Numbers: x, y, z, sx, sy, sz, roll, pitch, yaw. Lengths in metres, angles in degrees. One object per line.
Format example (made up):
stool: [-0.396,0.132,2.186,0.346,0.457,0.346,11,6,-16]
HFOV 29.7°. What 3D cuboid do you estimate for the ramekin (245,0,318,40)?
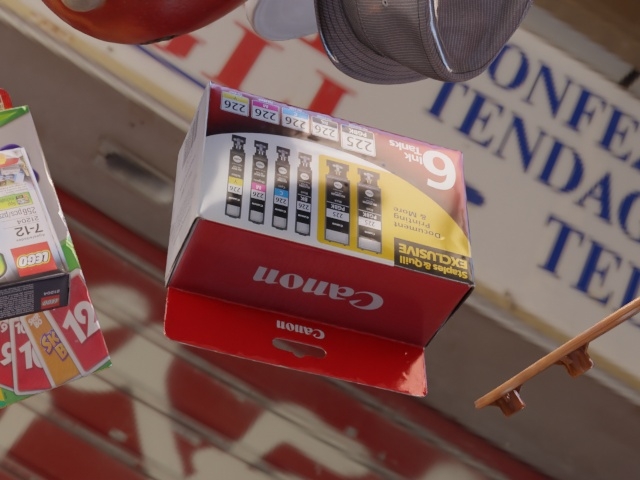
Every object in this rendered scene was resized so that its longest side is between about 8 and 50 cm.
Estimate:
ramekin: [-0.003,-0.405,1.650,0.127,0.273,0.273,60,-29,14]

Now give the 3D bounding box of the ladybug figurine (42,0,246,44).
ladybug figurine: [-0.158,-0.335,1.223,0.305,0.449,0.162,20,-47,8]

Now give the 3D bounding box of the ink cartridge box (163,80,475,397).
ink cartridge box: [0.000,0.000,1.306,0.309,0.272,0.130,13,-42,-16]

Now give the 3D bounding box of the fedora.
fedora: [0.123,-0.252,1.165,0.124,0.244,0.275,51,-42,49]

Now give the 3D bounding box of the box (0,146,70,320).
box: [-0.270,0.010,0.744,0.114,0.207,0.036,61,-28,32]

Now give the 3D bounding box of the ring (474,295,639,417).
ring: [0.287,0.069,1.083,0.032,0.337,0.336,58,-31,10]

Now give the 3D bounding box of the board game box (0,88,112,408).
board game box: [-0.269,0.002,1.000,0.039,0.124,0.259,-20,-91,49]
